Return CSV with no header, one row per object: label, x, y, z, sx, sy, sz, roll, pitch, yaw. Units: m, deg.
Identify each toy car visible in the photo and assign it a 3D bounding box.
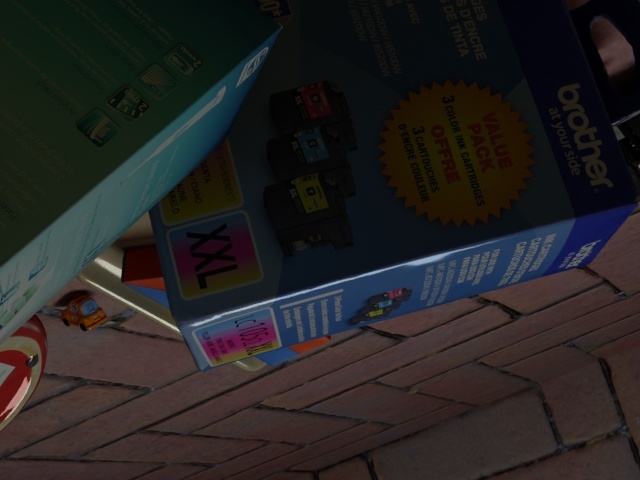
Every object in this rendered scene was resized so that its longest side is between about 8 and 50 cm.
toy car,-0.265,0.072,1.257,0.122,0.060,0.041,-23,119,-31

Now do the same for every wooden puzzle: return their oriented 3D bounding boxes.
wooden puzzle,-0.048,0.030,1.104,0.348,0.080,0.322,-31,134,27

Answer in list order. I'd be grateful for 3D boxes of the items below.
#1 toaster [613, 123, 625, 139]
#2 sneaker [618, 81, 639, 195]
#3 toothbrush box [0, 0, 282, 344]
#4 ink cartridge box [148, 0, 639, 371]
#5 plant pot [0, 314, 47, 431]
toaster,0.193,-0.131,0.984,0.168,0.110,0.185,-27,156,21
sneaker,0.314,-0.077,1.140,0.139,0.125,0.341,-21,165,-41
toothbrush box,-0.200,-0.072,0.530,0.295,0.216,0.126,-49,177,-36
ink cartridge box,0.059,-0.090,0.770,0.395,0.270,0.151,-15,163,-6
plant pot,-0.368,0.100,0.949,0.191,0.174,0.191,-45,156,-26
